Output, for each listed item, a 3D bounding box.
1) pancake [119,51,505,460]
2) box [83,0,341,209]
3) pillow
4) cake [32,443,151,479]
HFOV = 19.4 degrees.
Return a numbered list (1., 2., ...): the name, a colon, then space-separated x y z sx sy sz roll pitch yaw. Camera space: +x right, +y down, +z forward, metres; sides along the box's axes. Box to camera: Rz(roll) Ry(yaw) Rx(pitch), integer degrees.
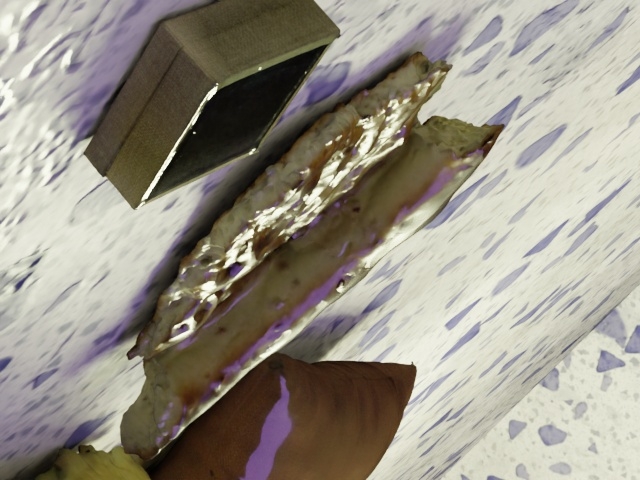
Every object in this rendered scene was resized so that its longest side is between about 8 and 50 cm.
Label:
1. pancake: -0.001 0.000 1.024 0.212 0.056 0.257 -30 164 -45
2. box: -0.044 -0.057 0.736 0.079 0.035 0.083 -29 162 -45
3. pillow: -0.071 0.201 1.400 0.308 0.108 0.305 -47 163 9
4. cake: -0.184 0.295 1.095 0.286 0.227 0.222 -46 163 13
